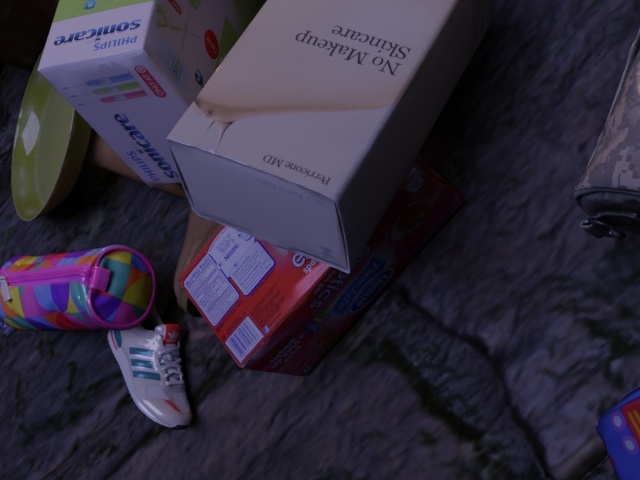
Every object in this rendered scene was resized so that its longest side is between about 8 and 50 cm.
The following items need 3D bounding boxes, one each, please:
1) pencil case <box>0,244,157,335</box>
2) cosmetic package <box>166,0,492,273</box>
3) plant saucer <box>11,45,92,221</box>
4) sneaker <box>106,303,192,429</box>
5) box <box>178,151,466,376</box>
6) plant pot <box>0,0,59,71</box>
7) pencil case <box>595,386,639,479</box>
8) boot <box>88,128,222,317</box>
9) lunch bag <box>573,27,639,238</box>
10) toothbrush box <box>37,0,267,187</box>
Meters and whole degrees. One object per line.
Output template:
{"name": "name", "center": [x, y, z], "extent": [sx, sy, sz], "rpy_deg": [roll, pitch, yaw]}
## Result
{"name": "pencil case", "center": [-0.294, 0.059, 1.079], "extent": [0.236, 0.104, 0.104], "rpy_deg": [-7, 75, 42]}
{"name": "cosmetic package", "center": [0.021, -0.144, 0.805], "extent": [0.160, 0.113, 0.309], "rpy_deg": [20, 61, 19]}
{"name": "plant saucer", "center": [-0.337, -0.140, 1.176], "extent": [0.241, 0.037, 0.241], "rpy_deg": [-23, 62, 52]}
{"name": "sneaker", "center": [-0.182, 0.135, 1.042], "extent": [0.075, 0.057, 0.161], "rpy_deg": [-49, 55, 20]}
{"name": "box", "center": [0.000, 0.000, 0.917], "extent": [0.257, 0.123, 0.128], "rpy_deg": [-49, 59, 13]}
{"name": "plant pot", "center": [-0.420, -0.306, 1.231], "extent": [0.167, 0.165, 0.167], "rpy_deg": [-8, 74, 30]}
{"name": "pencil case", "center": [0.319, 0.231, 0.665], "extent": [0.133, 0.119, 0.306], "rpy_deg": [-31, 64, 21]}
{"name": "boot", "center": [-0.172, -0.062, 1.069], "extent": [0.269, 0.089, 0.236], "rpy_deg": [24, 79, 33]}
{"name": "lunch bag", "center": [0.344, -0.122, 0.674], "extent": [0.256, 0.212, 0.305], "rpy_deg": [18, 86, 37]}
{"name": "toothbrush box", "center": [-0.157, -0.231, 0.972], "extent": [0.122, 0.206, 0.283], "rpy_deg": [-5, 58, 22]}
